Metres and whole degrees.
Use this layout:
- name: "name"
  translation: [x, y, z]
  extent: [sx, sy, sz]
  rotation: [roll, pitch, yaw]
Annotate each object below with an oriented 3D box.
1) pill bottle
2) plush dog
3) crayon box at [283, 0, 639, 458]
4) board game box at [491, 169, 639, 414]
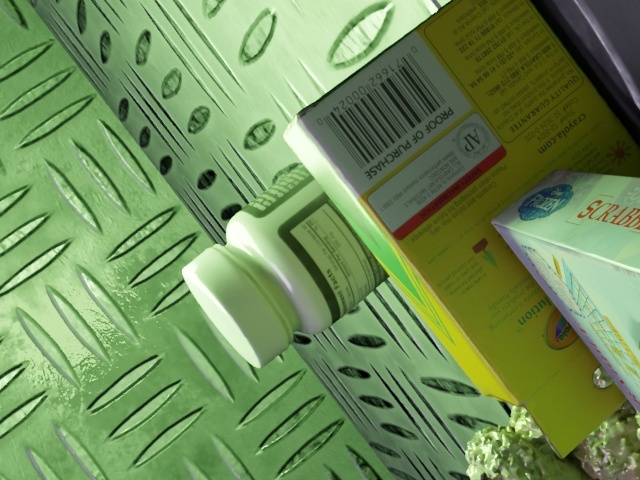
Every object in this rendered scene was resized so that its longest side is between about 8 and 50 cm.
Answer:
- name: "pill bottle"
  translation: [0.000, 0.000, 1.052]
  extent: [0.161, 0.283, 0.161]
  rotation: [47, 164, 18]
- name: "plush dog"
  translation: [0.260, 0.117, 0.864]
  extent: [0.262, 0.210, 0.225]
  rotation: [-7, 109, 40]
- name: "crayon box"
  translation: [0.147, -0.020, 0.737]
  extent: [0.318, 0.202, 0.081]
  rotation: [53, 170, -3]
- name: "board game box"
  translation: [0.254, 0.104, 0.548]
  extent: [0.319, 0.066, 0.318]
  rotation: [52, 180, -8]
